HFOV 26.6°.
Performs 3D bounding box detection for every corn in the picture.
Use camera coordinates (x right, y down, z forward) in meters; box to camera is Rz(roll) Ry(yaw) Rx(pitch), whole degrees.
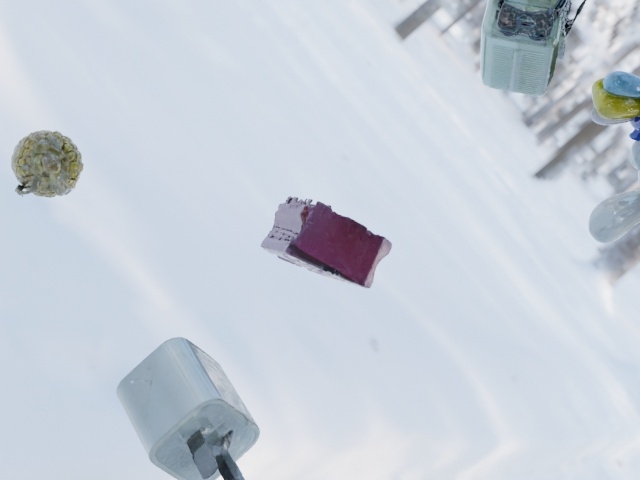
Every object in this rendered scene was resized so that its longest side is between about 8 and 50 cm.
[{"bbox_3d":[-0.401,-0.112,1.973,0.106,0.106,0.293,48,-6,-12],"label":"corn"}]

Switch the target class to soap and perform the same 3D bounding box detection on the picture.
[{"bbox_3d":[0.000,0.000,2.164,0.162,0.099,0.250,23,-3,-16],"label":"soap"}]

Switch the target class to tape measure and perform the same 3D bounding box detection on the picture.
[{"bbox_3d":[0.262,-0.295,1.632,0.115,0.207,0.235,14,-12,9],"label":"tape measure"}]

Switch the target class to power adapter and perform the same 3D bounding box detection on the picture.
[{"bbox_3d":[-0.158,0.243,1.734,0.130,0.125,0.205,45,5,-43],"label":"power adapter"}]

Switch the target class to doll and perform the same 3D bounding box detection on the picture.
[{"bbox_3d":[0.595,-0.152,2.143,0.187,0.376,0.365,59,-3,45],"label":"doll"}]
